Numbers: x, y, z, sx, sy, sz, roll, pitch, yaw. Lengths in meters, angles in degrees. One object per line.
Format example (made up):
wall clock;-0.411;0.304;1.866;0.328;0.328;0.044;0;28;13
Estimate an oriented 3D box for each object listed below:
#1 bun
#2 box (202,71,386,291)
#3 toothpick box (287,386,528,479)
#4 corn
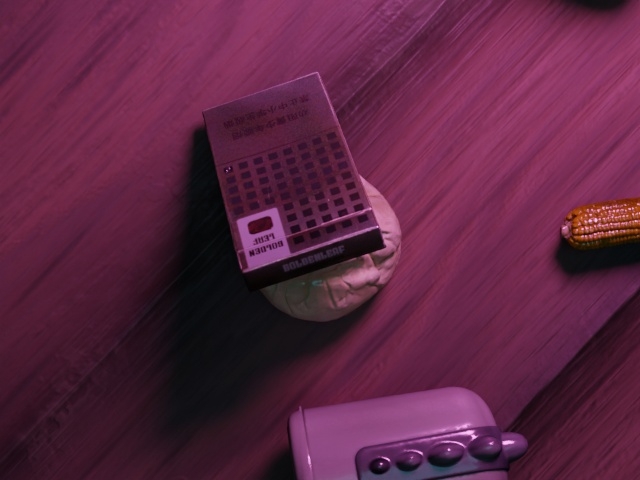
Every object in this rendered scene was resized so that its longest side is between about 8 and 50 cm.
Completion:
bun;0.000;0.000;1.402;0.229;0.145;0.229;0;86;-2
box;-0.045;-0.087;1.337;0.180;0.047;0.325;-18;48;0
toothpick box;0.121;0.309;1.374;0.316;0.229;0.229;-10;93;-2
corn;0.444;-0.029;1.451;0.207;0.068;0.068;-9;93;-3
